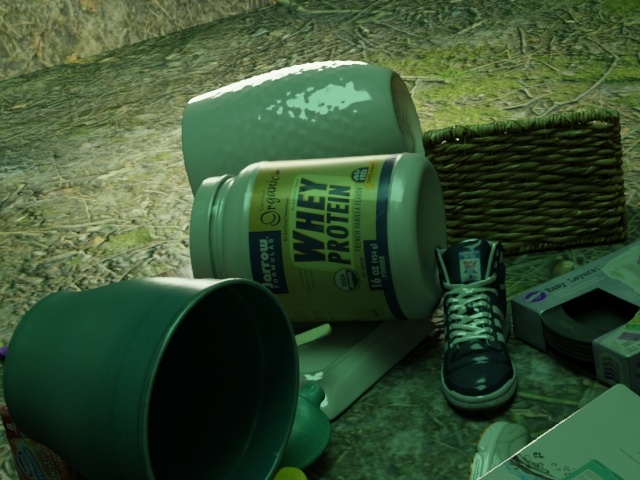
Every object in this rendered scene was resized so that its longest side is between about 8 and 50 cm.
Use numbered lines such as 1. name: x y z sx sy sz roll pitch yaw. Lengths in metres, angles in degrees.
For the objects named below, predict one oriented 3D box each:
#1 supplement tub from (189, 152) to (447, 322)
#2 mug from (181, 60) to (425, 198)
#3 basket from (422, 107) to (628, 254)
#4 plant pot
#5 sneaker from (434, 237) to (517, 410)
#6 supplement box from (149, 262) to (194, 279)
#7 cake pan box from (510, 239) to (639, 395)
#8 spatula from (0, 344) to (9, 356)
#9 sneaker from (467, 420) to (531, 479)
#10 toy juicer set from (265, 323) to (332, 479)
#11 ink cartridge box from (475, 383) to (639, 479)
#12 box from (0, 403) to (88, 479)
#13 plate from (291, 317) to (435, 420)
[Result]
1. supplement tub: 0.000 0.000 2.027 0.316 0.228 0.228 -3 25 17
2. mug: -0.008 -0.099 2.309 0.328 0.276 0.374 -16 62 17
3. basket: 0.316 -0.121 2.289 0.299 0.223 0.213 -8 24 8
4. plant pot: -0.204 0.163 1.651 0.255 0.271 0.272 7 29 33
5. sneaker: 0.200 0.098 1.930 0.099 0.153 0.282 -6 24 10
6. supplement box: -0.205 0.096 2.188 0.188 0.080 0.104 -19 25 -18
7. cake pan box: 0.420 0.097 1.953 0.267 0.070 0.246 -21 24 -23
8. spatula: -0.408 0.191 2.121 0.084 0.030 0.296 -15 24 -15
9. sneaker: 0.213 0.296 1.577 0.121 0.099 0.262 5 35 15
10. toy juicer set: -0.090 0.242 1.809 0.209 0.089 0.329 -9 35 12
11. ink cartridge box: 0.239 0.307 1.335 0.270 0.198 0.197 -27 49 -32
12. box: -0.265 0.217 1.891 0.128 0.122 0.257 11 31 40
13. plate: -0.024 0.145 2.053 0.277 0.045 0.278 9 30 35
